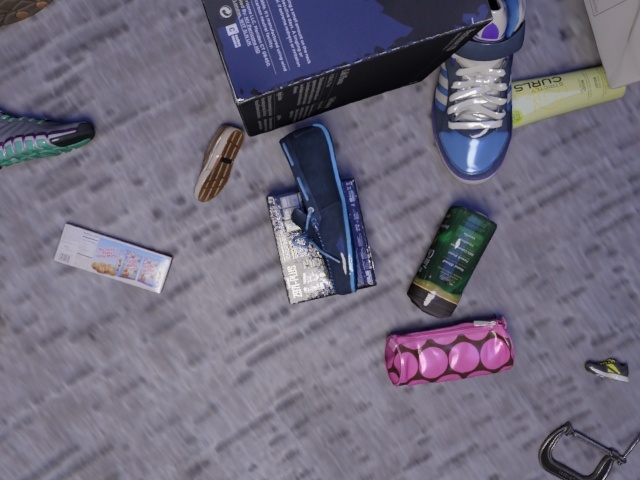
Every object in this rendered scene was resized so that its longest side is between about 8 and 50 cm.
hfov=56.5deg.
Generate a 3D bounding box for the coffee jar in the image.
[{"bbox_3d":[0.214,0.037,0.987,0.079,0.096,0.184,26,91,-3],"label":"coffee jar"}]

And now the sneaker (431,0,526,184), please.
[{"bbox_3d":[0.231,-0.255,0.885,0.130,0.236,0.322,4,89,13],"label":"sneaker"}]

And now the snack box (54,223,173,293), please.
[{"bbox_3d":[-0.339,0.030,0.978,0.178,0.022,0.064,19,91,-6],"label":"snack box"}]

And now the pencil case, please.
[{"bbox_3d":[0.213,0.184,1.002,0.210,0.095,0.098,-10,130,-6],"label":"pencil case"}]

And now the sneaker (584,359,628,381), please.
[{"bbox_3d":[0.511,0.227,1.062,0.083,0.031,0.035,17,79,-10],"label":"sneaker"}]

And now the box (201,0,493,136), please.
[{"bbox_3d":[0.013,-0.291,0.825,0.313,0.343,0.178,-18,95,-4],"label":"box"}]

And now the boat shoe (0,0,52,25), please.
[{"bbox_3d":[-0.526,-0.379,0.888,0.325,0.123,0.116,-30,94,-4],"label":"boat shoe"}]

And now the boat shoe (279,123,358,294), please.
[{"bbox_3d":[-0.003,-0.041,0.896,0.089,0.109,0.258,-13,78,4],"label":"boat shoe"}]

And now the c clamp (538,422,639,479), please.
[{"bbox_3d":[0.478,0.380,1.073,0.161,0.022,0.137,24,97,-7],"label":"c clamp"}]

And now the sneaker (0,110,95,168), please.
[{"bbox_3d":[-0.472,-0.174,0.926,0.224,0.083,0.098,-15,90,-3],"label":"sneaker"}]

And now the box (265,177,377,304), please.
[{"bbox_3d":[0.000,0.000,0.976,0.148,0.077,0.180,-13,95,-4],"label":"box"}]

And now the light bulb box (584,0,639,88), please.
[{"bbox_3d":[0.603,-0.464,0.889,0.361,0.225,0.357,-19,95,-16],"label":"light bulb box"}]

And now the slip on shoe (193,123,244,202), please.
[{"bbox_3d":[-0.173,-0.127,0.974,0.041,0.051,0.135,32,101,33],"label":"slip on shoe"}]

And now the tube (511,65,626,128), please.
[{"bbox_3d":[0.385,-0.241,1.003,0.241,0.070,0.062,-12,136,1],"label":"tube"}]
